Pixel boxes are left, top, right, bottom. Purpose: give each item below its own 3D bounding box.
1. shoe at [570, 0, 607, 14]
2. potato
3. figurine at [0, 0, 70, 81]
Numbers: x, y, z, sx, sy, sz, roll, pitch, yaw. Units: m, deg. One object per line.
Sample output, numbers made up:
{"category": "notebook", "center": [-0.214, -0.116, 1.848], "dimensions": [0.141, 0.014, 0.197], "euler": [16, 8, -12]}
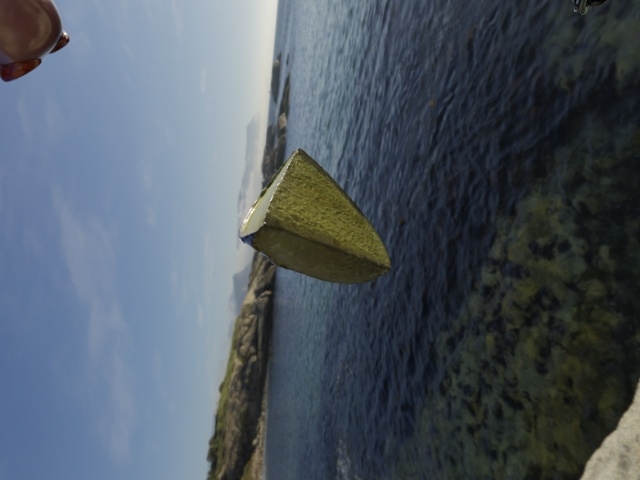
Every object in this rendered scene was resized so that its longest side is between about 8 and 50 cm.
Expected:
{"category": "shoe", "center": [0.390, -0.380, 0.632], "dimensions": [0.071, 0.169, 0.099], "euler": [29, -112, -51]}
{"category": "potato", "center": [0.000, 0.000, 0.757], "dimensions": [0.112, 0.255, 0.269], "euler": [-41, 18, 33]}
{"category": "figurine", "center": [-0.558, -0.399, 0.762], "dimensions": [0.173, 0.173, 0.173], "euler": [-175, 90, -82]}
